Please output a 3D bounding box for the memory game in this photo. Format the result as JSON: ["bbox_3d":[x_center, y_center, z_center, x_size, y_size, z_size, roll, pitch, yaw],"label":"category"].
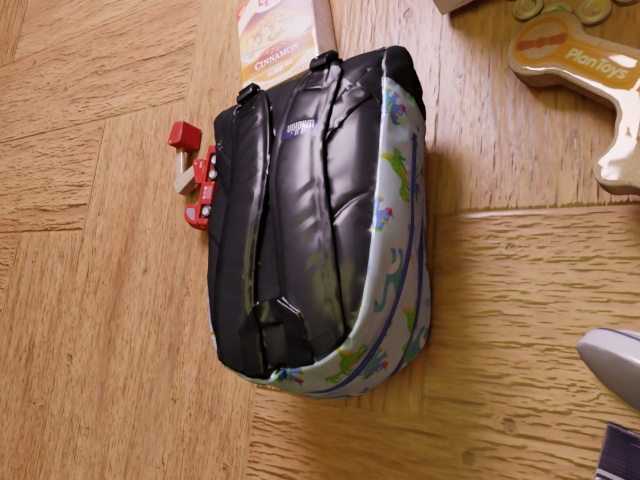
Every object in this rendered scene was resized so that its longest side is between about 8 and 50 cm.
[{"bbox_3d":[0.312,-0.338,0.578,0.186,0.012,0.186,-9,73,30],"label":"memory game"}]

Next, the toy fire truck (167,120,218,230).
[{"bbox_3d":[-0.210,-0.111,0.821,0.135,0.047,0.191,2,80,33],"label":"toy fire truck"}]

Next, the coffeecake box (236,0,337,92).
[{"bbox_3d":[-0.054,-0.311,0.764,0.143,0.068,0.185,-17,68,28],"label":"coffeecake box"}]

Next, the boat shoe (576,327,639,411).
[{"bbox_3d":[0.348,0.122,0.375,0.088,0.096,0.268,-43,29,-16],"label":"boat shoe"}]

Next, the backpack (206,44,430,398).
[{"bbox_3d":[0.000,0.000,0.563,0.291,0.273,0.355,-14,49,26],"label":"backpack"}]

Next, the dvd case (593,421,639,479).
[{"bbox_3d":[0.285,0.187,0.333,0.165,0.221,0.018,18,90,34],"label":"dvd case"}]

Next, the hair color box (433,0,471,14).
[{"bbox_3d":[0.139,-0.422,0.497,0.185,0.339,0.109,-14,63,34],"label":"hair color box"}]

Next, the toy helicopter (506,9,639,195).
[{"bbox_3d":[0.332,-0.154,0.453,0.234,0.140,0.355,-53,47,15],"label":"toy helicopter"}]
